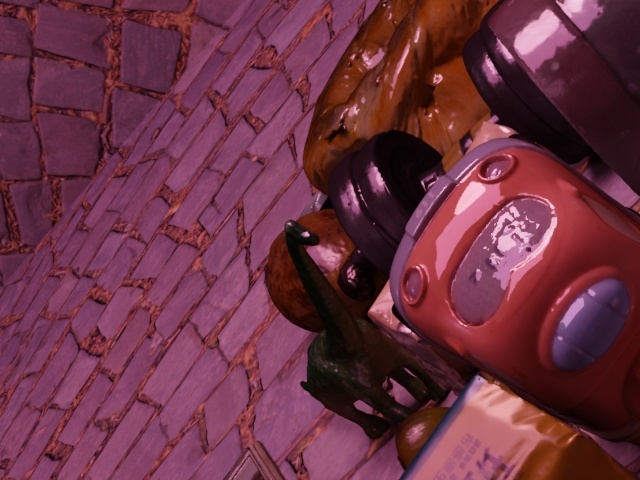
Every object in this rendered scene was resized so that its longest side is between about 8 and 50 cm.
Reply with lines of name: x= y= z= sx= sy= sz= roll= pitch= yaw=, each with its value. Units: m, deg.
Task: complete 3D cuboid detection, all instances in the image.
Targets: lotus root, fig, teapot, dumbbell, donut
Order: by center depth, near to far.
teapot: x=0.333 y=-0.228 z=1.648 sx=0.312 sy=0.233 sz=0.315 roll=-41 pitch=23 yaw=12
fig: x=0.112 y=0.187 z=1.702 sx=0.088 sy=0.074 sz=0.074 roll=-31 pitch=21 yaw=4
dumbbell: x=0.161 y=-0.097 z=1.901 sx=0.388 sy=0.185 sz=0.185 roll=-44 pitch=21 yaw=27
lotus root: x=0.012 y=0.037 z=2.126 sx=0.260 sy=0.128 sz=0.145 roll=-175 pitch=105 yaw=-75
donut: x=0.119 y=-0.187 z=2.204 sx=0.360 sy=0.170 sz=0.360 roll=-53 pitch=14 yaw=19

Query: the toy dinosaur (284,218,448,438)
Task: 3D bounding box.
toy dinosaur: x=-0.011 y=0.094 z=1.800 sx=0.447 sy=0.301 sz=0.087 roll=-12 pitch=47 yaw=62

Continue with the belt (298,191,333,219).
belt: x=0.000 y=0.000 z=2.338 sx=0.105 sy=0.058 sz=0.140 roll=-39 pitch=27 yaw=55

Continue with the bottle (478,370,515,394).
bottle: x=0.169 y=0.142 z=1.616 sx=0.269 sy=0.083 sz=0.083 roll=-60 pitch=18 yaw=-1

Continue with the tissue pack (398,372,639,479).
tissue pack: x=0.120 y=0.254 z=1.335 sx=0.134 sy=0.192 sz=0.271 roll=33 pitch=89 yaw=40

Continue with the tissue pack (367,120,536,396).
tissue pack: x=0.158 y=0.027 z=1.685 sx=0.090 sy=0.186 sz=0.222 roll=21 pitch=77 yaw=39

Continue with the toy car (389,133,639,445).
toy car: x=0.199 y=0.053 z=1.413 sx=0.180 sy=0.270 sz=0.212 roll=-55 pitch=27 yaw=5

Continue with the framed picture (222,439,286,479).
framed picture: x=-0.131 y=0.363 z=2.076 sx=0.274 sy=0.017 sz=0.217 roll=-55 pitch=17 yaw=0
